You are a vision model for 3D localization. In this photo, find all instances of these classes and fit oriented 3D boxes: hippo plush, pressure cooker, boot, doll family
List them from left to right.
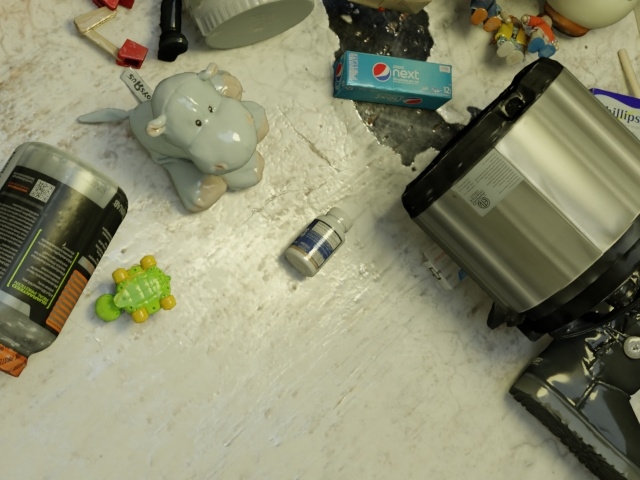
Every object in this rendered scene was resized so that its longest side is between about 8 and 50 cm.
[{"bbox_3d":[-0.247,-0.361,1.530,0.045,0.121,0.099,7,84,-20],"label":"boot"},{"bbox_3d":[-0.189,-0.207,1.455,0.294,0.236,0.234,42,70,-7],"label":"hippo plush"},{"bbox_3d":[0.334,-0.429,1.728,0.263,0.118,0.163,41,34,-17],"label":"doll family"},{"bbox_3d":[0.391,-0.045,1.540,0.420,0.370,0.375,44,64,1],"label":"pressure cooker"},{"bbox_3d":[0.616,0.220,1.668,0.367,0.146,0.445,44,77,-6],"label":"boot"}]

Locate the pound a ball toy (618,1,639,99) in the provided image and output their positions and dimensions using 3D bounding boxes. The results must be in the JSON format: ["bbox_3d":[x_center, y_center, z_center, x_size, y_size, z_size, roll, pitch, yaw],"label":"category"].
[{"bbox_3d":[0.720,-0.391,1.851,0.208,0.136,0.319,-7,82,-20],"label":"pound a ball toy"}]

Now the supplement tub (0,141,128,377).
[{"bbox_3d":[-0.437,0.029,1.350,0.193,0.193,0.316,30,71,-11],"label":"supplement tub"}]

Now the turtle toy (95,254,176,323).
[{"bbox_3d":[-0.298,0.086,1.455,0.130,0.066,0.095,-26,89,-21],"label":"turtle toy"}]

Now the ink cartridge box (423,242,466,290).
[{"bbox_3d":[0.223,0.044,1.659,0.048,0.028,0.083,-40,94,-22],"label":"ink cartridge box"}]

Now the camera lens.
[{"bbox_3d":[-0.146,-0.489,1.531,0.219,0.219,0.274,-19,86,-21],"label":"camera lens"}]

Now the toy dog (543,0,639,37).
[{"bbox_3d":[0.498,-0.556,1.680,0.284,0.408,0.395,-41,63,8],"label":"toy dog"}]

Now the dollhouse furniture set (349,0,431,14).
[{"bbox_3d":[0.124,-0.543,1.612,0.135,0.262,0.259,6,80,-20],"label":"dollhouse furniture set"}]

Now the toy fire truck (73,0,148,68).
[{"bbox_3d":[-0.370,-0.383,1.528,0.192,0.047,0.135,21,75,-13],"label":"toy fire truck"}]

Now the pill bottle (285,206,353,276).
[{"bbox_3d":[0.000,0.000,1.571,0.067,0.067,0.120,45,70,-6],"label":"pill bottle"}]

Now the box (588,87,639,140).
[{"bbox_3d":[0.567,-0.218,1.801,0.126,0.072,0.137,9,77,-17],"label":"box"}]

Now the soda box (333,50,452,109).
[{"bbox_3d":[0.133,-0.291,1.668,0.210,0.071,0.067,5,78,-18],"label":"soda box"}]
